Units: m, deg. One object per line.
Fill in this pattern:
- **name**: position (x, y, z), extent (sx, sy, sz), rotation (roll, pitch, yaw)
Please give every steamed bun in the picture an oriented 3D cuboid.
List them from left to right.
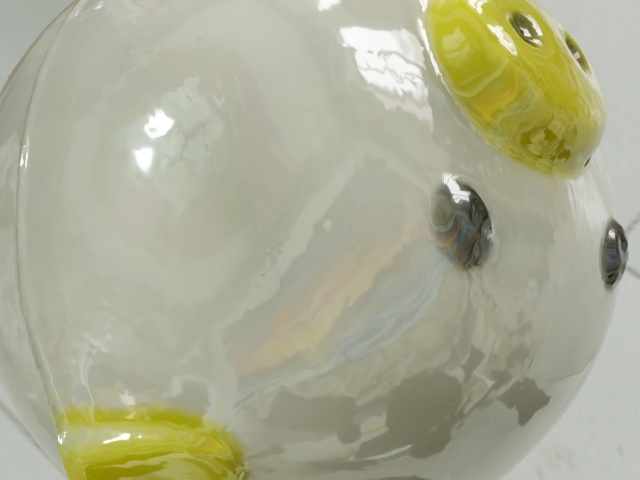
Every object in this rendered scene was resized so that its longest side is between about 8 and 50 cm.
- **steamed bun**: position (-0.005, 0.001, 0.796), extent (0.334, 0.374, 0.333), rotation (-5, 82, 39)
